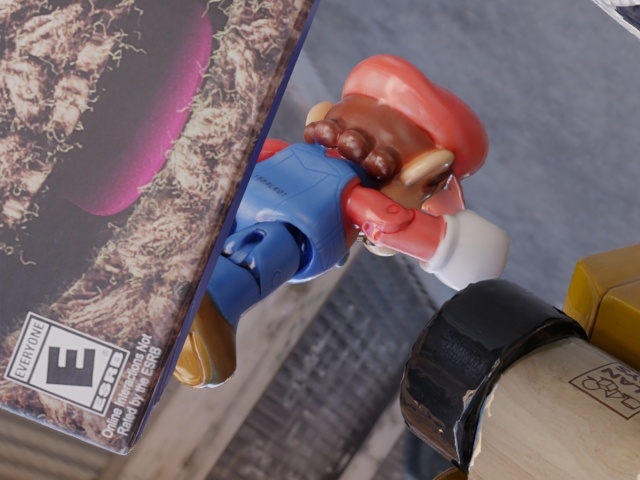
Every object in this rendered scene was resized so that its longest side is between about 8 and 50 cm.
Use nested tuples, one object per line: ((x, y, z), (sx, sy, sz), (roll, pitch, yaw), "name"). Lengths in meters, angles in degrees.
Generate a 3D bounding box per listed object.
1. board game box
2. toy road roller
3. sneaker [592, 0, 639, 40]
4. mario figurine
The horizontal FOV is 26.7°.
((-0.152, -0.094, 0.485), (0.291, 0.232, 0.141), (21, -175, -3), "board game box")
((0.189, 0.146, 0.712), (0.329, 0.241, 0.202), (-14, -146, -39), "toy road roller")
((0.136, -0.132, 0.406), (0.094, 0.153, 0.235), (42, -160, 10), "sneaker")
((0.000, 0.000, 0.958), (0.198, 0.320, 0.170), (54, 148, 8), "mario figurine")
